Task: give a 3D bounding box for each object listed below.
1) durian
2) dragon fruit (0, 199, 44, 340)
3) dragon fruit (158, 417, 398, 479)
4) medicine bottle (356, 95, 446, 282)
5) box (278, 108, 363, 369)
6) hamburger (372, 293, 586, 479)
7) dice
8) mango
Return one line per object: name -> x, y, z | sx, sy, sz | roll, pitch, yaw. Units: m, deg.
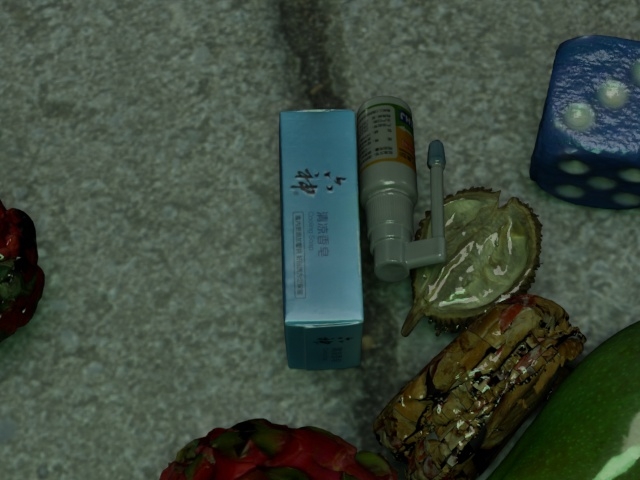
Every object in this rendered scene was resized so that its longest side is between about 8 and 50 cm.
durian -> 0.152, 0.038, 1.642 | 0.188, 0.091, 0.148 | -43, 56, -14
dragon fruit -> -0.370, 0.028, 1.607 | 0.188, 0.182, 0.182 | 34, 72, 3
dragon fruit -> -0.018, 0.293, 1.471 | 0.302, 0.237, 0.231 | 24, 93, -9
medicine bottle -> 0.085, -0.055, 1.658 | 0.092, 0.061, 0.221 | -12, 49, 13
box -> 0.000, 0.000, 1.629 | 0.083, 0.142, 0.232 | -3, 68, -2
hamburger -> 0.154, 0.144, 1.532 | 0.231, 0.231, 0.107 | -39, 71, -14
dice -> 0.299, -0.123, 1.680 | 0.146, 0.143, 0.147 | 8, 69, 7
mango -> 0.294, 0.205, 1.511 | 0.382, 0.225, 0.201 | -30, 45, -11
